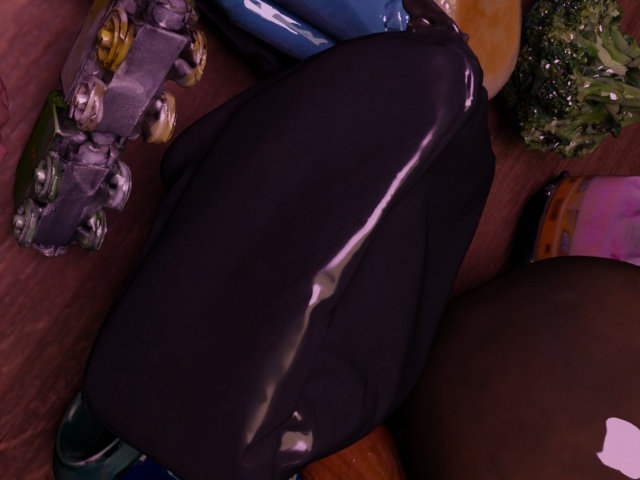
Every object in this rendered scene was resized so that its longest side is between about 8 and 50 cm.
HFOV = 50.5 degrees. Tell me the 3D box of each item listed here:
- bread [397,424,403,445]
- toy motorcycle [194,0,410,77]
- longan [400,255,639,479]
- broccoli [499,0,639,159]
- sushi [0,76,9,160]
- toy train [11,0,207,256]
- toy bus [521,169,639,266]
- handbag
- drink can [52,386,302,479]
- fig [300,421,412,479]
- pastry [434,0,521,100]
[{"bbox_3d":[0.139,0.277,0.761,0.139,0.060,0.178,-9,108,-33],"label":"bread"},{"bbox_3d":[-0.079,-0.226,0.353,0.416,0.232,0.172,44,65,-36],"label":"toy motorcycle"},{"bbox_3d":[0.223,0.165,0.577,0.319,0.319,0.319,-11,109,-33],"label":"longan"},{"bbox_3d":[0.249,-0.167,0.650,0.195,0.156,0.195,-23,125,-38],"label":"broccoli"},{"bbox_3d":[-0.278,-0.028,0.311,0.236,0.171,0.270,30,88,-38],"label":"sushi"},{"bbox_3d":[-0.133,-0.071,0.406,0.060,0.081,0.202,9,135,-38],"label":"toy train"},{"bbox_3d":[0.390,0.073,0.792,0.386,0.162,0.171,44,58,-35],"label":"toy bus"},{"bbox_3d":[-0.003,0.000,0.466,0.275,0.178,0.302,-69,162,0],"label":"handbag"},{"bbox_3d":[-0.100,0.181,0.529,0.118,0.118,0.205,-48,126,-15],"label":"drink can"},{"bbox_3d":[0.050,0.221,0.636,0.119,0.153,0.119,10,73,-35],"label":"fig"},{"bbox_3d":[0.117,-0.192,0.594,0.156,0.092,0.156,-15,113,-39],"label":"pastry"}]
